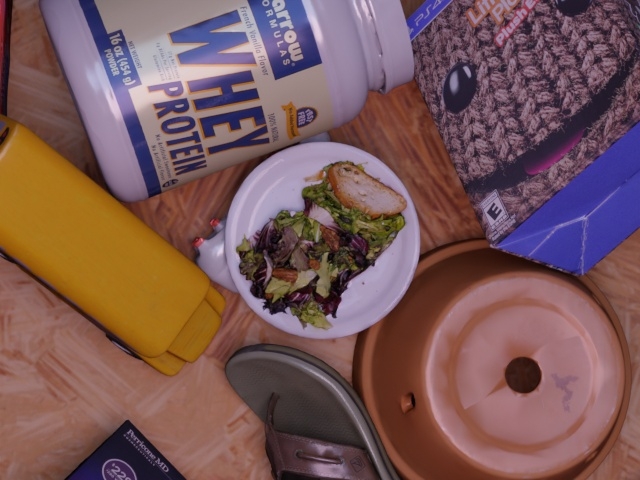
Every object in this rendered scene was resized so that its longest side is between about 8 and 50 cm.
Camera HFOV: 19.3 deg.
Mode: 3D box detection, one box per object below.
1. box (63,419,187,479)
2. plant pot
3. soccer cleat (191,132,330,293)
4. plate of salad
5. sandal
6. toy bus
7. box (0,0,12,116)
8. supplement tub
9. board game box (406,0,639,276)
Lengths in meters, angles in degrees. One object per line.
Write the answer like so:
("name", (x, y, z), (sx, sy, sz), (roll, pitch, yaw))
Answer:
("box", (-0.168, 0.334, 1.848), (0.261, 0.184, 0.103), (46, 124, -1))
("plant pot", (0.184, 0.134, 1.890), (0.291, 0.203, 0.291), (0, 85, -4))
("soccer cleat", (-0.050, -0.033, 1.954), (0.076, 0.068, 0.196), (42, 89, -9))
("plate of salad", (0.000, 0.000, 1.888), (0.200, 0.048, 0.200), (0, 91, 7))
("sandal", (0.008, 0.232, 1.900), (0.303, 0.120, 0.086), (55, 43, 0))
("toy bus", (-0.223, 0.012, 1.837), (0.333, 0.130, 0.108), (41, 79, -31))
("box", (-0.381, -0.157, 1.900), (0.128, 0.122, 0.257), (2, 86, -6))
("supplement tub", (-0.093, -0.195, 1.872), (0.325, 0.235, 0.235), (-21, 88, -6))
("board game box", (0.237, -0.155, 1.832), (0.232, 0.141, 0.291), (-44, 49, 28))
